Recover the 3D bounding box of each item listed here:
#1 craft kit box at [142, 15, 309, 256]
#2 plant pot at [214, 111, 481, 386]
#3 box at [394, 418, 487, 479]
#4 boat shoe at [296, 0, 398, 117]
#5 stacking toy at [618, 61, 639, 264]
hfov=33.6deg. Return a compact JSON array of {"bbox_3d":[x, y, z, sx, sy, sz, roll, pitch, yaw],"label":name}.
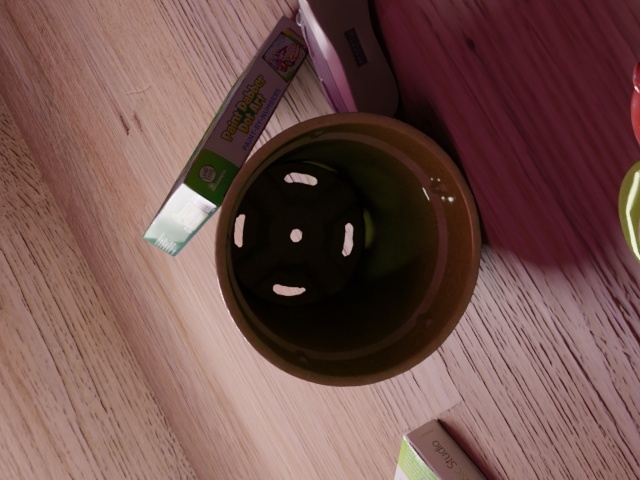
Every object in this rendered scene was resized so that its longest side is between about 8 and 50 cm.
[{"bbox_3d":[-0.115,-0.119,1.289,0.061,0.246,0.250,34,157,-9],"label":"craft kit box"},{"bbox_3d":[0.000,0.000,1.169,0.254,0.276,0.276,-163,51,-74],"label":"plant pot"},{"bbox_3d":[0.180,0.413,1.401,0.232,0.058,0.322,49,153,32],"label":"box"},{"bbox_3d":[0.009,-0.224,1.114,0.081,0.079,0.227,8,123,57],"label":"boat shoe"},{"bbox_3d":[0.290,0.023,0.709,0.309,0.130,0.279,58,155,16],"label":"stacking toy"}]
